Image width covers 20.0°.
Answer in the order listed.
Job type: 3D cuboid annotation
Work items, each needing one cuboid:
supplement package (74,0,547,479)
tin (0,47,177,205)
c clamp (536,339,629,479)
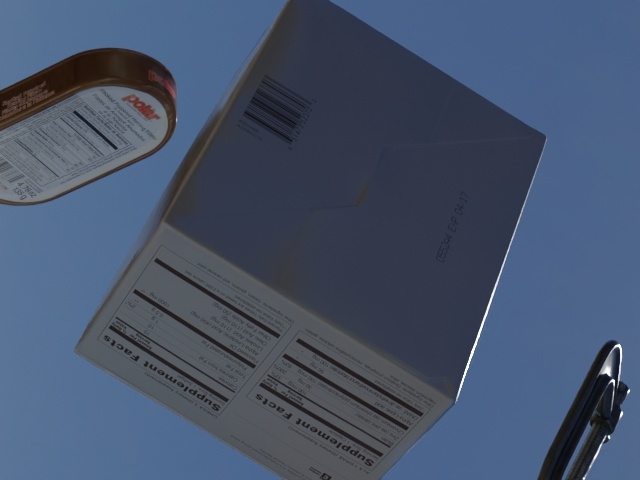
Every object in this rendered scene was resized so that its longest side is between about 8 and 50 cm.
[{"bbox_3d":[0.000,0.000,1.170,0.145,0.204,0.262,-53,-172,43],"label":"supplement package"},{"bbox_3d":[-0.197,-0.084,1.402,0.190,0.106,0.040,-23,-125,20],"label":"tin"},{"bbox_3d":[0.162,0.134,1.124,0.160,0.022,0.137,-53,155,-40],"label":"c clamp"}]
